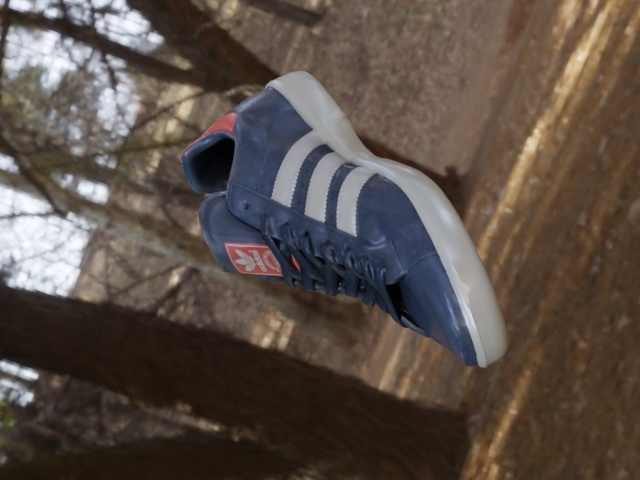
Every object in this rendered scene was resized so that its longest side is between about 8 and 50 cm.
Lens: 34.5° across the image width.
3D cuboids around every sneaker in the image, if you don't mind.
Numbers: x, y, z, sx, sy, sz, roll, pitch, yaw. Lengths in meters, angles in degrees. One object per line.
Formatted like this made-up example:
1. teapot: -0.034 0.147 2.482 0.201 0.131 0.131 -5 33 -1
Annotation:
1. sneaker: 0.000 0.000 0.778 0.350 0.148 0.131 48 163 50
